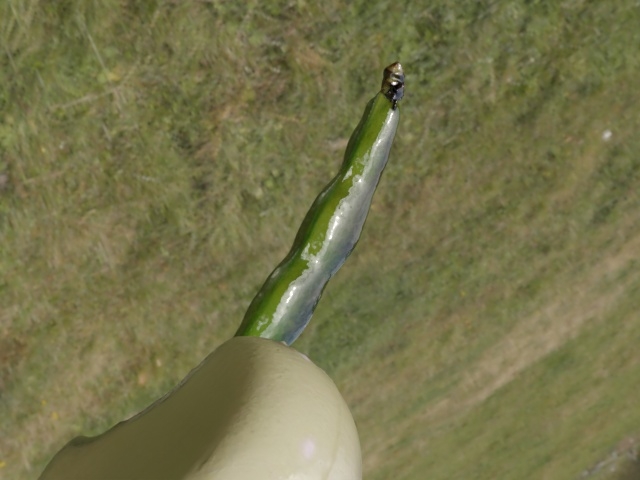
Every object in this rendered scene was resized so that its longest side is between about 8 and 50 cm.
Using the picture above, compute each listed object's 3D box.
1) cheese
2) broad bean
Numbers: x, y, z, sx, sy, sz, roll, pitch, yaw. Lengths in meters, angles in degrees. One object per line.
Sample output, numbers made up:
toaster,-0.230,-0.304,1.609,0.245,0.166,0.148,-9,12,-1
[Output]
cheese,-0.046,0.122,0.345,0.163,0.071,0.249,-39,-161,-3
broad bean,0.000,0.001,0.714,0.298,0.043,0.060,-60,146,-8
